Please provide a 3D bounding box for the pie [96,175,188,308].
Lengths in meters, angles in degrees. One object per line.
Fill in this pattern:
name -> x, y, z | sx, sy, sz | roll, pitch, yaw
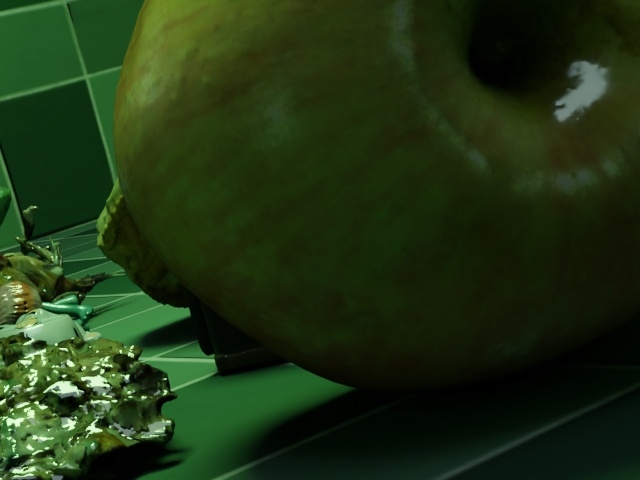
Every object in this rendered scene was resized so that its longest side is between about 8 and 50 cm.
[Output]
pie -> -0.073, -0.046, 1.623 | 0.315, 0.092, 0.315 | -11, -35, -8

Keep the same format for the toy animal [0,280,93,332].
toy animal -> -0.338, 0.104, 1.697 | 0.208, 0.100, 0.103 | -15, 45, -17

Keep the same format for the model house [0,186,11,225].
model house -> -0.530, 0.002, 1.995 | 0.284, 0.243, 0.298 | -31, 3, 13

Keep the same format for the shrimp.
shrimp -> -0.347, 0.050, 1.889 | 0.116, 0.145, 0.343 | -35, -13, 34

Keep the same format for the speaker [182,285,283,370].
speaker -> 0.000, 0.000, 1.402 | 0.192, 0.153, 0.231 | -14, 6, 18

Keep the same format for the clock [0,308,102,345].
clock -> -0.244, 0.102, 1.440 | 0.117, 0.080, 0.176 | -18, 5, -23

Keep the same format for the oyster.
oyster -> -0.210, 0.125, 1.147 | 0.198, 0.092, 0.259 | -22, 11, -18

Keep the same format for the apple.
apple -> 0.063, -0.085, 1.055 | 0.391, 0.391, 0.346 | -18, -8, -24
